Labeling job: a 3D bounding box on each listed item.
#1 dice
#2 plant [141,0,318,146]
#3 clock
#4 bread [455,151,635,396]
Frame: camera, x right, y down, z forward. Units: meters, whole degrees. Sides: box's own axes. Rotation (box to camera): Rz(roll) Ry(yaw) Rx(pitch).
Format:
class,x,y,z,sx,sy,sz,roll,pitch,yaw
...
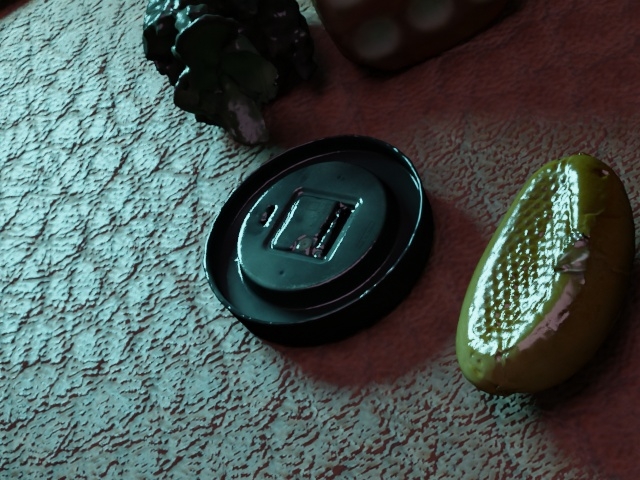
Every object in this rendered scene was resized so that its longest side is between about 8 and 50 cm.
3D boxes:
class,x,y,z,sx,sy,sz,roll,pitch,yaw
dice,0.057,-0.266,1.308,0.175,0.174,0.179,-22,44,9
plant,-0.081,-0.175,1.328,0.131,0.142,0.203,-26,39,15
clock,0.000,0.000,1.203,0.184,0.040,0.184,-15,47,17
bread,0.159,0.029,1.065,0.114,0.077,0.189,-8,47,51
